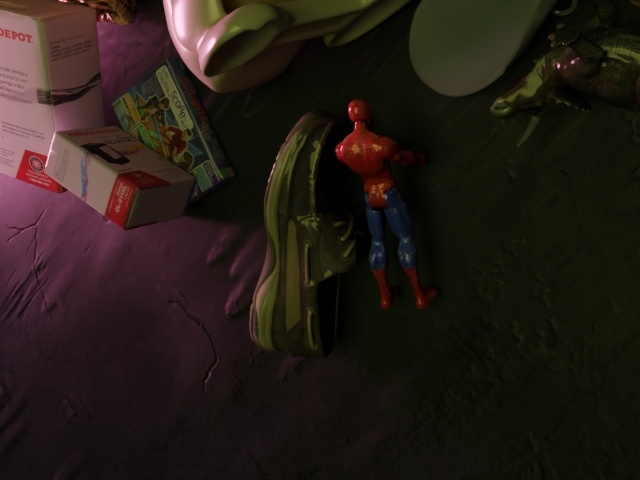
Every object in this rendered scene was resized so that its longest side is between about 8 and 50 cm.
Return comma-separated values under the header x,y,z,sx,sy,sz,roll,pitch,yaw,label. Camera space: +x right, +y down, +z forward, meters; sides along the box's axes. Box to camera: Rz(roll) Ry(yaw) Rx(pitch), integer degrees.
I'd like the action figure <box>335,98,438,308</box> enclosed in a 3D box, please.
x,y,z,sx,sy,sz,roll,pitch,yaw,label
0.093,-0.065,1.156,0.091,0.139,0.280,-3,120,28,action figure

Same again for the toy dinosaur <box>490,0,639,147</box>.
x,y,z,sx,sy,sz,roll,pitch,yaw,label
0.336,-0.187,0.947,0.313,0.160,0.121,6,65,28,toy dinosaur

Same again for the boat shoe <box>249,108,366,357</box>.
x,y,z,sx,sy,sz,roll,pitch,yaw,label
0.000,0.000,1.206,0.130,0.132,0.355,17,117,17,boat shoe

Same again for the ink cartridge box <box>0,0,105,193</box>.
x,y,z,sx,sy,sz,roll,pitch,yaw,label
-0.447,-0.236,1.388,0.197,0.114,0.273,18,122,27,ink cartridge box

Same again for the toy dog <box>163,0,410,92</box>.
x,y,z,sx,sy,sz,roll,pitch,yaw,label
-0.107,-0.420,1.123,0.408,0.284,0.395,69,159,0,toy dog

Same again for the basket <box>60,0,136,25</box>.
x,y,z,sx,sy,sz,roll,pitch,yaw,label
-0.430,-0.446,1.312,0.299,0.213,0.223,18,108,27,basket

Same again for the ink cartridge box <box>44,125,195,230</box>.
x,y,z,sx,sy,sz,roll,pitch,yaw,label
-0.295,-0.096,1.306,0.175,0.127,0.072,33,116,22,ink cartridge box

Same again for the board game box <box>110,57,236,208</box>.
x,y,z,sx,sy,sz,roll,pitch,yaw,label
-0.225,-0.154,1.350,0.136,0.035,0.201,-27,85,32,board game box

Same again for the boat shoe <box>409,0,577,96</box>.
x,y,z,sx,sy,sz,roll,pitch,yaw,label
0.230,-0.309,0.996,0.136,0.156,0.367,46,148,10,boat shoe
